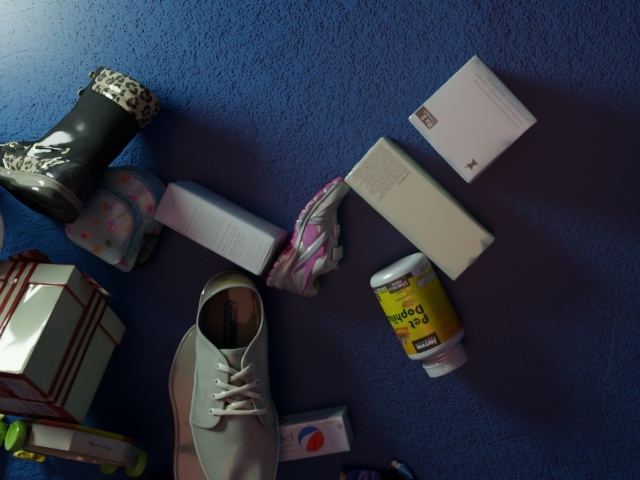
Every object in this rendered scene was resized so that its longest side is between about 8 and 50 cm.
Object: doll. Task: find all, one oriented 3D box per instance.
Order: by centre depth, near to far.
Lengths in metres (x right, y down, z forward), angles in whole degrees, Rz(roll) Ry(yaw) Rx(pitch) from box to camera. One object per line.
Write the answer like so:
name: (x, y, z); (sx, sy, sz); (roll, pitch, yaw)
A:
doll: (0.132, 0.499, 1.490); (0.189, 0.046, 0.129); (2, 89, 4)

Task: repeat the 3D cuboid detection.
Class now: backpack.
backpack: (-0.388, -0.051, 1.461); (0.166, 0.144, 0.188); (30, 97, 10)

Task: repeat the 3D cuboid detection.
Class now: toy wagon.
toy wagon: (-0.520, 0.411, 1.507); (0.344, 0.267, 0.068); (-16, 56, 48)

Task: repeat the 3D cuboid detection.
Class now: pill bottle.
pill bottle: (0.188, 0.139, 1.392); (0.117, 0.117, 0.215); (-28, 92, 13)

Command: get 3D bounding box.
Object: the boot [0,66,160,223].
boot: (-0.485, -0.193, 1.441); (0.284, 0.377, 0.138); (-54, 128, -16)

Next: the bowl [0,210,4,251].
bowl: (-0.724, -0.068, 1.360); (0.312, 0.163, 0.311); (-6, 125, -8)

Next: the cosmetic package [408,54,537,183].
cosmetic package: (0.260, -0.206, 1.297); (0.151, 0.184, 0.151); (-44, 89, 13)

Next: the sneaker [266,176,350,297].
sneaker: (0.000, 0.000, 1.424); (0.111, 0.103, 0.252); (29, 108, 1)

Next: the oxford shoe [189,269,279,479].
oxford shoe: (-0.162, 0.276, 1.413); (0.169, 0.130, 0.449); (-2, 83, -11)

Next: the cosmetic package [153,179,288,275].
cosmetic package: (-0.186, -0.027, 1.438); (0.231, 0.117, 0.085); (27, 101, 7)

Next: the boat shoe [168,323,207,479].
boat shoe: (-0.245, 0.333, 1.507); (0.112, 0.095, 0.335); (3, 81, -3)

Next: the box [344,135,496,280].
box: (0.183, -0.062, 1.377); (0.275, 0.094, 0.113); (44, 103, 2)

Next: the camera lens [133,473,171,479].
camera lens: (-0.390, 0.620, 1.513); (0.274, 0.219, 0.219); (-34, 91, 13)

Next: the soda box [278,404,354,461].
soda box: (-0.046, 0.388, 1.495); (0.216, 0.069, 0.074); (-13, 95, 12)

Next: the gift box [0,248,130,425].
gift box: (-0.521, 0.185, 1.432); (0.276, 0.255, 0.258); (5, 55, 14)

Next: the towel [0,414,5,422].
towel: (-0.760, 0.479, 1.665); (0.102, 0.021, 0.237); (17, 102, 13)
